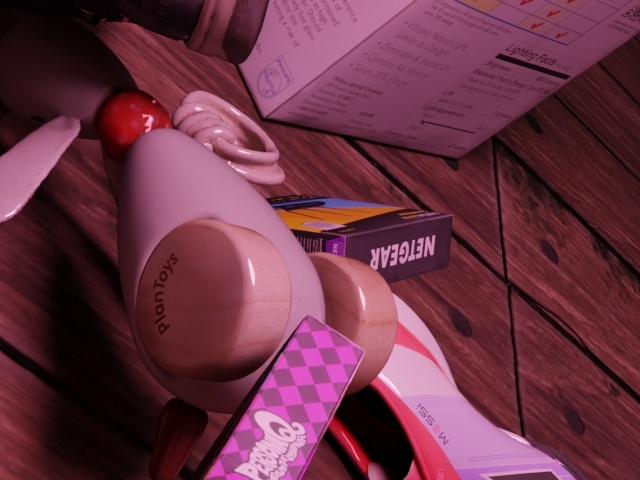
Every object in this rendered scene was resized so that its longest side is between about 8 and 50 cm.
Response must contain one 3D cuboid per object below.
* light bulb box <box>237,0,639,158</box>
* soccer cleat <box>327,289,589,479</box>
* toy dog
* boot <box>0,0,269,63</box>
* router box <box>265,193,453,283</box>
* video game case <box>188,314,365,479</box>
[{"bbox_3d":[0.134,-0.273,1.324,0.358,0.361,0.225,5,54,-56],"label":"light bulb box"},{"bbox_3d":[0.096,0.171,1.050,0.318,0.109,0.116,46,38,-10],"label":"soccer cleat"},{"bbox_3d":[-0.106,0.011,0.861,0.220,0.161,0.333,29,14,-34],"label":"toy dog"},{"bbox_3d":[-0.196,-0.219,0.920,0.284,0.138,0.377,9,21,-20],"label":"boot"},{"bbox_3d":[0.000,0.000,1.053,0.179,0.133,0.046,-12,108,-61],"label":"router box"},{"bbox_3d":[-0.071,0.166,0.662,0.042,0.210,0.232,33,28,0],"label":"video game case"}]
